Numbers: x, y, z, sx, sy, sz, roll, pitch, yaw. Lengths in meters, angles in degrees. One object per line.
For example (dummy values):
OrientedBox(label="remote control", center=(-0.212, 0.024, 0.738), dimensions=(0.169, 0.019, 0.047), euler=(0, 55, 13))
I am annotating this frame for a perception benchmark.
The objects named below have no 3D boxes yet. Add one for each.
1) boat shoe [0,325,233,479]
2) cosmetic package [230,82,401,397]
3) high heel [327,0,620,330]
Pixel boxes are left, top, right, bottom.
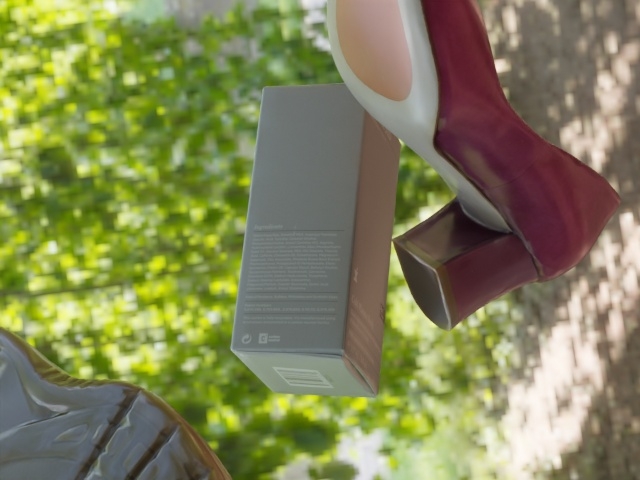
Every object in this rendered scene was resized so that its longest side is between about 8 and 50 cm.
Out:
OrientedBox(label="boat shoe", center=(-0.096, 0.138, 0.701), dimensions=(0.123, 0.123, 0.342), euler=(47, 165, -32))
OrientedBox(label="cosmetic package", center=(0.000, 0.000, 1.277), dimensions=(0.127, 0.107, 0.238), euler=(52, -136, -64))
OrientedBox(label="high heel", center=(0.117, -0.113, 1.071), dimensions=(0.127, 0.181, 0.377), euler=(43, 157, 39))
